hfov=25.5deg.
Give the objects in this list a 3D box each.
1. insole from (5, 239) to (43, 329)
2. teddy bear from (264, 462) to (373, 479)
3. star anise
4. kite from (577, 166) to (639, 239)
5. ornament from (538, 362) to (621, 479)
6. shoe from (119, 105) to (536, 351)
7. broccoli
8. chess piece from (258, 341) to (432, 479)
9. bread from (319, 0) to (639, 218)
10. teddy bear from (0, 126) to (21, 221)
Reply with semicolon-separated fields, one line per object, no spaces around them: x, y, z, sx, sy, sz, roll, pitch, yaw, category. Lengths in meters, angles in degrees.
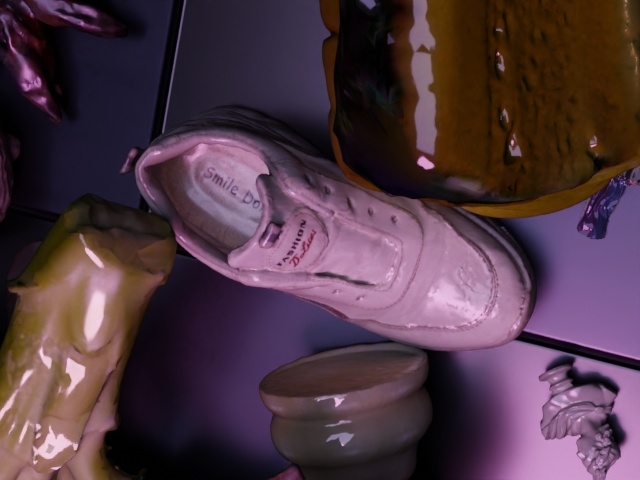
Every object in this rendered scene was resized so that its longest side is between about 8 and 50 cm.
-0.256;0.162;1.323;0.111;0.007;0.328;3;98;15;insole
-0.057;0.354;1.141;0.327;0.375;0.362;17;82;-5;teddy bear
-0.288;-0.229;1.238;0.272;0.102;0.272;3;98;20;star anise
0.268;-0.105;1.124;0.321;0.016;0.234;23;101;13;kite
0.213;0.146;1.156;0.092;0.041;0.068;38;100;20;ornament
0.000;0.000;1.115;0.342;0.210;0.132;27;103;13;shoe
-0.270;0.138;1.149;0.353;0.275;0.397;-14;132;-9;broccoli
0.041;0.225;1.176;0.144;0.144;0.251;-8;100;18;chess piece
0.111;-0.201;1.044;0.251;0.208;0.377;-6;92;-22;bread
-0.410;-0.069;1.271;0.267;0.151;0.236;5;104;12;teddy bear
